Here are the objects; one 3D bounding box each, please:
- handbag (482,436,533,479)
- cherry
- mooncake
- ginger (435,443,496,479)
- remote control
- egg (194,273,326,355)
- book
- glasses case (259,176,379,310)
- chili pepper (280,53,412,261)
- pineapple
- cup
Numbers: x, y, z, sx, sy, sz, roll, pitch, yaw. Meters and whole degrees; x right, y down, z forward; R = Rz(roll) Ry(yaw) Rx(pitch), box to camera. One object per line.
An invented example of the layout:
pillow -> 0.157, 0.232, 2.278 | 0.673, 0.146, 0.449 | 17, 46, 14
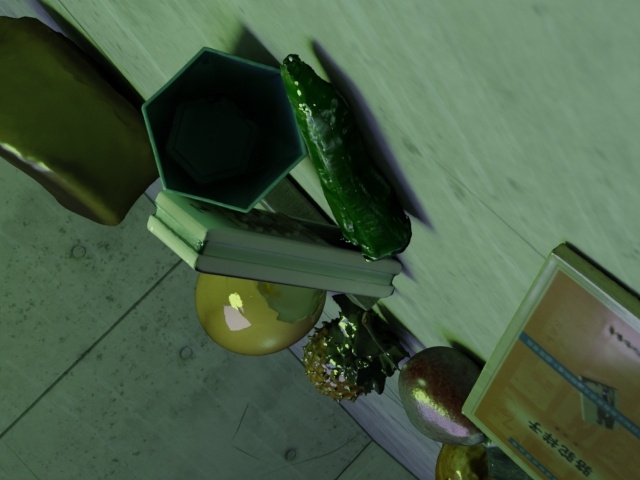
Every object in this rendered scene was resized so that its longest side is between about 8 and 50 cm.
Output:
handbag -> 0.278, 0.260, 0.975 | 0.175, 0.088, 0.270 | 31, 165, 25
cherry -> 0.144, 0.176, 1.043 | 0.188, 0.115, 0.148 | 58, -167, -31
mooncake -> -0.473, -0.208, 1.559 | 0.393, 0.246, 0.394 | 37, 170, -5
ginger -> 0.296, 0.409, 1.260 | 0.357, 0.152, 0.274 | 46, 170, 3
remote control -> -0.040, 0.005, 0.916 | 0.277, 0.055, 0.103 | 11, -163, -43
egg -> -0.102, 0.087, 1.361 | 0.201, 0.201, 0.244 | 45, 139, -1
book -> 0.201, 0.127, 0.640 | 0.170, 0.018, 0.241 | 42, 147, 22
glasses case -> 0.000, 0.000, 1.096 | 0.205, 0.047, 0.071 | 46, 174, -11
chili pepper -> 0.013, -0.075, 0.729 | 0.088, 0.059, 0.227 | 42, 168, 42
pineapple -> 0.052, 0.170, 1.361 | 0.310, 0.141, 0.170 | 123, 127, -72
cup -> -0.106, -0.109, 0.857 | 0.236, 0.134, 0.148 | -151, 49, -76
